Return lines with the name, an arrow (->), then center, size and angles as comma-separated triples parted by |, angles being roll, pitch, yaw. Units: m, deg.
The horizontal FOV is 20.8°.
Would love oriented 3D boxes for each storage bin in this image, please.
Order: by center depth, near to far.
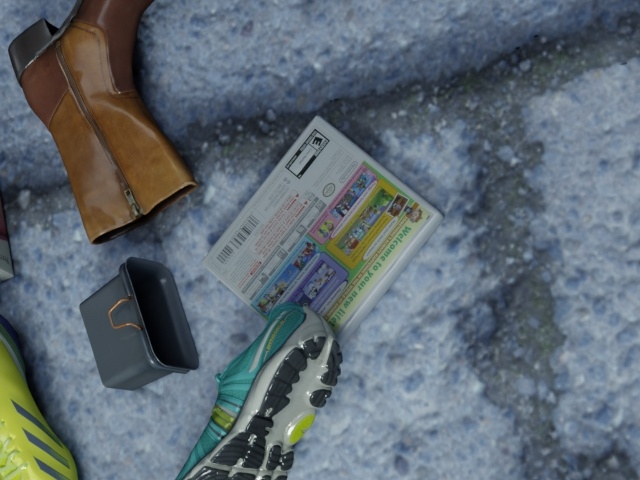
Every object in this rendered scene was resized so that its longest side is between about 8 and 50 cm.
storage bin -> -0.210, 0.100, 1.932 | 0.091, 0.098, 0.135 | -31, 66, 25

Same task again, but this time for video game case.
video game case -> 0.000, 0.000, 1.899 | 0.193, 0.023, 0.212 | 40, 94, 26

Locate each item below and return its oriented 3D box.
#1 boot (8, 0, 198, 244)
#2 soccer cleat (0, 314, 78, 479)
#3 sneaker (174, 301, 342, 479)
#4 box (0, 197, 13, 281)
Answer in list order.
boot -> -0.216, -0.174, 1.997 | 0.264, 0.096, 0.280 | -33, 67, 12
soccer cleat -> -0.357, 0.201, 1.948 | 0.093, 0.121, 0.289 | -32, 67, 13
sneaker -> -0.074, 0.189, 1.850 | 0.275, 0.107, 0.110 | -55, 37, 11
box -> -0.464, -0.058, 2.045 | 0.126, 0.148, 0.232 | -19, 70, 17
